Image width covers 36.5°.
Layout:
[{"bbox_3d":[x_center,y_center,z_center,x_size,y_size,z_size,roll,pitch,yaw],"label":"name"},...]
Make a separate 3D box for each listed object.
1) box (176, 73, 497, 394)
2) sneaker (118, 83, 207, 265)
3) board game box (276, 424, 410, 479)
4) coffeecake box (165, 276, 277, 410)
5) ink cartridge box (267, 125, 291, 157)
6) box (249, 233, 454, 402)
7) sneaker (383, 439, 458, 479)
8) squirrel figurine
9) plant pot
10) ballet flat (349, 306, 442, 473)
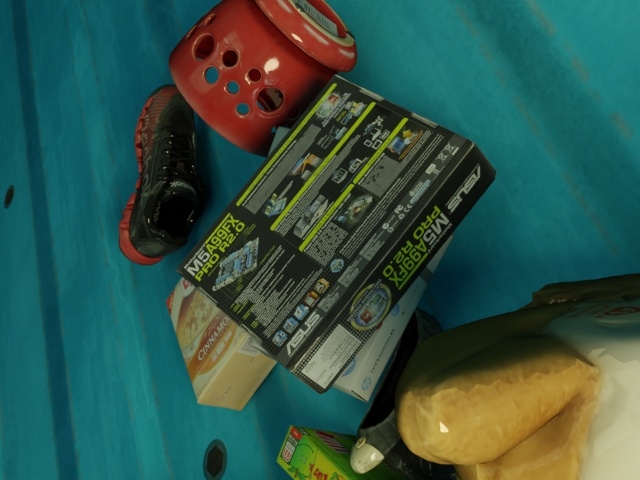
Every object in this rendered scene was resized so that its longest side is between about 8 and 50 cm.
[{"bbox_3d":[0.009,-0.016,0.956,0.270,0.060,0.216,-51,45,-5],"label":"box"},{"bbox_3d":[-0.218,-0.101,1.422,0.135,0.097,0.276,-5,74,53],"label":"sneaker"},{"bbox_3d":[0.044,0.242,0.927,0.181,0.092,0.043,31,102,54],"label":"board game box"},{"bbox_3d":[-0.116,0.095,1.225,0.142,0.068,0.185,-55,39,24],"label":"coffeecake box"},{"bbox_3d":[0.000,0.000,1.093,0.223,0.045,0.224,22,92,42],"label":"ink cartridge box"},{"bbox_3d":[0.029,0.050,0.967,0.145,0.038,0.186,19,75,42],"label":"box"},{"bbox_3d":[0.120,0.192,0.886,0.089,0.051,0.170,-60,32,0],"label":"sneaker"},{"bbox_3d":[0.205,0.219,0.612,0.397,0.281,0.370,-65,-33,-84],"label":"squirrel figurine"},{"bbox_3d":[-0.063,-0.227,1.196,0.174,0.191,0.191,-45,43,22],"label":"plant pot"},{"bbox_3d":[0.066,0.142,0.928,0.057,0.049,0.173,-12,43,52],"label":"ballet flat"}]
